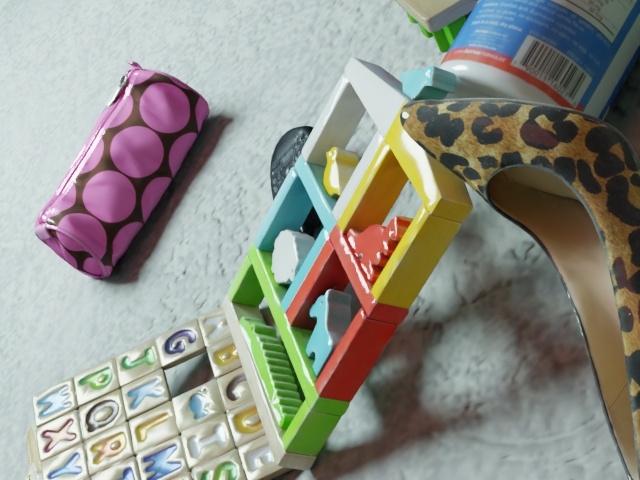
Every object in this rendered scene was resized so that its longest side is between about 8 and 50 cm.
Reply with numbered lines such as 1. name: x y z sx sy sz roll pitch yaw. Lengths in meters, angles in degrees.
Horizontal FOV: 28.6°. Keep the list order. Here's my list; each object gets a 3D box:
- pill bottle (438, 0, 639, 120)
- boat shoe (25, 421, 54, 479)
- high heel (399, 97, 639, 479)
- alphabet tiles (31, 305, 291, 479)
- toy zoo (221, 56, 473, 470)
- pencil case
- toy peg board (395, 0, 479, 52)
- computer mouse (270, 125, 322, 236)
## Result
1. pill bottle: 0.187 -0.175 0.923 0.124 0.124 0.221 16 70 50
2. boat shoe: -0.224 0.217 1.044 0.059 0.063 0.170 -40 39 3
3. high heel: 0.136 0.022 0.750 0.261 0.093 0.186 25 69 13
4. alphabet tiles: -0.128 0.162 0.990 0.198 0.009 0.237 -25 40 0
5. toy zoo: 0.018 -0.002 0.923 0.293 0.030 0.192 -60 32 27
6. pencil case: -0.200 -0.070 1.236 0.095 0.098 0.209 9 66 48
7. toy peg board: 0.137 -0.229 1.073 0.161 0.079 0.161 -31 39 -2
8. computer mouse: 0.000 0.000 1.034 0.071 0.041 0.242 -42 42 37
